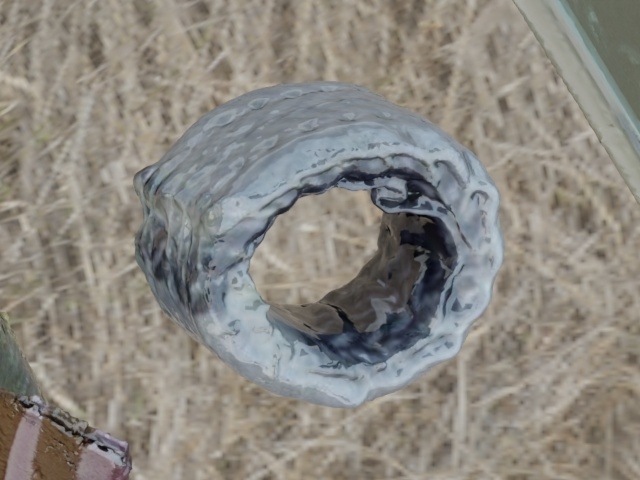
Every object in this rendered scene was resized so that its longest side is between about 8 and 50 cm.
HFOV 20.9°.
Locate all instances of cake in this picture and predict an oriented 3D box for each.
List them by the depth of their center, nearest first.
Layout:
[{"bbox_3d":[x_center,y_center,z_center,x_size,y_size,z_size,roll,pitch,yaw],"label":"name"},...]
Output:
[{"bbox_3d":[-0.202,0.172,1.336,0.116,0.295,0.112,25,65,-1],"label":"cake"}]

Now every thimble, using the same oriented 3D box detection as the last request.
[{"bbox_3d":[0.000,0.000,1.233,0.246,0.157,0.217,2,103,-27],"label":"thimble"}]

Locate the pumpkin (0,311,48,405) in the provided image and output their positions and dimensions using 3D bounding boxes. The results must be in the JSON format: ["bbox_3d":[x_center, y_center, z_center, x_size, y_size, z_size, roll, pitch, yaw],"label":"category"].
[{"bbox_3d":[-0.428,0.215,1.576,0.344,0.454,0.454,-11,90,11],"label":"pumpkin"}]

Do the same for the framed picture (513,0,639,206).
[{"bbox_3d":[0.175,-0.150,0.890,0.232,0.024,0.315,56,36,-15],"label":"framed picture"}]
